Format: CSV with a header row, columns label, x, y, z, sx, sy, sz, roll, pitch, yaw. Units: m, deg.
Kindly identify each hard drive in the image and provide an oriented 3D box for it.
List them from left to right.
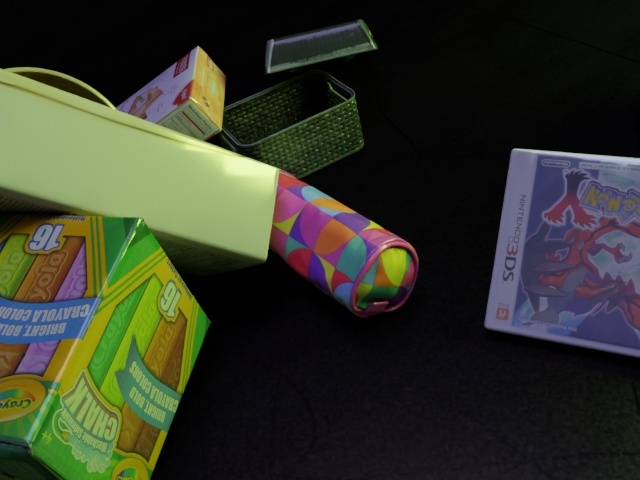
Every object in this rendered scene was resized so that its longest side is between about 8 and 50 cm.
label,x,y,z,sx,sy,sz,roll,pitch,yaw
hard drive,-0.003,-0.292,1.138,0.172,0.054,0.254,-12,12,3

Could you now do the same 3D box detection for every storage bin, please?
label,x,y,z,sx,sy,sz,roll,pitch,yaw
storage bin,-0.044,-0.153,1.039,0.180,0.084,0.122,-28,41,-15

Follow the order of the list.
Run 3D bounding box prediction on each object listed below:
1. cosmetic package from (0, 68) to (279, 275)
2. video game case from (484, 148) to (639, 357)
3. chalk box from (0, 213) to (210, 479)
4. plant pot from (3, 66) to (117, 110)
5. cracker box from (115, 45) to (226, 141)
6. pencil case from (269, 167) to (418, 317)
label,x,y,z,sx,sy,sz,roll,pitch,yaw
cosmetic package,-0.217,-0.055,0.771,0.160,0.310,0.113,-13,66,53
video game case,0.267,0.012,0.700,0.201,0.023,0.183,8,89,25
chalk box,-0.248,0.140,0.660,0.179,0.180,0.288,2,53,19
plant pot,-0.379,-0.061,0.917,0.254,0.237,0.237,-11,29,51
cracker box,-0.242,-0.155,1.047,0.232,0.067,0.155,-31,35,19
pencil case,0.000,0.000,0.836,0.104,0.104,0.236,-34,41,-23
